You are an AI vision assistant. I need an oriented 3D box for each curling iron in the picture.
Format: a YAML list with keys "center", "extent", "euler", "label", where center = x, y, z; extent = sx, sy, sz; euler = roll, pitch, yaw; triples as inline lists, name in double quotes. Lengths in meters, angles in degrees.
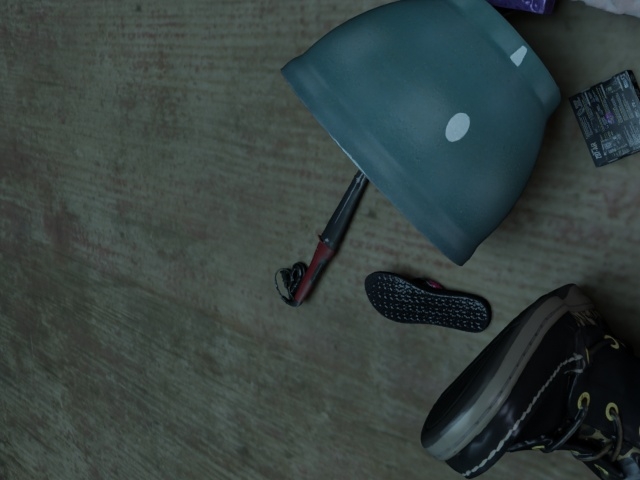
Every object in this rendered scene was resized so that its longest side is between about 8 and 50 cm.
- center: [0.000, 0.000, 1.034]
  extent: [0.068, 0.035, 0.274]
  euler: [49, 129, 23]
  label: "curling iron"

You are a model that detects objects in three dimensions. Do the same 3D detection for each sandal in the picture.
- center: [0.144, 0.082, 0.925]
  extent: [0.179, 0.040, 0.067]
  euler: [13, 115, 25]
  label: "sandal"

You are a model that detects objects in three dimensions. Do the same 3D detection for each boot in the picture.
- center: [0.266, 0.189, 0.616]
  extent: [0.284, 0.377, 0.138]
  euler: [47, 113, 18]
  label: "boot"

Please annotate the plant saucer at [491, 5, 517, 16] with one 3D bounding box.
- center: [0.199, -0.349, 0.766]
  extent: [0.198, 0.036, 0.199]
  euler: [12, 108, 41]
  label: "plant saucer"

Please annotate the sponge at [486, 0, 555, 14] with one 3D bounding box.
- center: [0.170, -0.323, 0.752]
  extent: [0.210, 0.031, 0.117]
  euler: [25, 116, 36]
  label: "sponge"

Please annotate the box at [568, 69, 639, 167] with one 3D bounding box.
- center: [0.310, -0.128, 0.727]
  extent: [0.067, 0.018, 0.083]
  euler: [-25, 83, 43]
  label: "box"

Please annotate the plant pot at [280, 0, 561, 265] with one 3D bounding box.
- center: [0.128, -0.144, 0.741]
  extent: [0.196, 0.293, 0.293]
  euler: [-42, 69, 12]
  label: "plant pot"

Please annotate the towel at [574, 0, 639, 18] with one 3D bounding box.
- center: [0.281, -0.305, 0.501]
  extent: [0.331, 0.053, 0.317]
  euler: [18, 147, 0]
  label: "towel"
